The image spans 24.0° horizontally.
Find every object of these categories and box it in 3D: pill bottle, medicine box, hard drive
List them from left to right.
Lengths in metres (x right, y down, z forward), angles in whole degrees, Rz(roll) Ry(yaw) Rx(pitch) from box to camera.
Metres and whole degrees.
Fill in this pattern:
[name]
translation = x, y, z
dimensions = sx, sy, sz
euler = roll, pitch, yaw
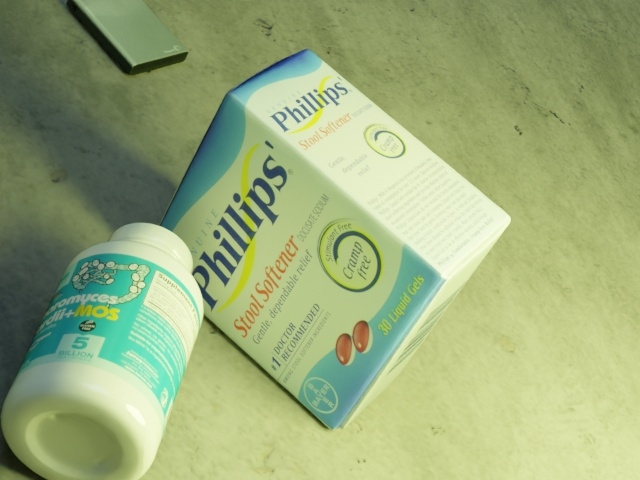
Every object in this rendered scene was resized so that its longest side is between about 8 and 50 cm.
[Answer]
[pill bottle]
translation = -0.198, 0.100, 1.444
dimensions = 0.146, 0.146, 0.264
euler = 24, 40, -8
[hard drive]
translation = -0.240, -0.264, 1.880
dimensions = 0.094, 0.022, 0.135
euler = -23, 63, -44
[medicine box]
translation = 0.000, 0.000, 1.573
dimensions = 0.289, 0.263, 0.149
euler = 40, 41, 11
